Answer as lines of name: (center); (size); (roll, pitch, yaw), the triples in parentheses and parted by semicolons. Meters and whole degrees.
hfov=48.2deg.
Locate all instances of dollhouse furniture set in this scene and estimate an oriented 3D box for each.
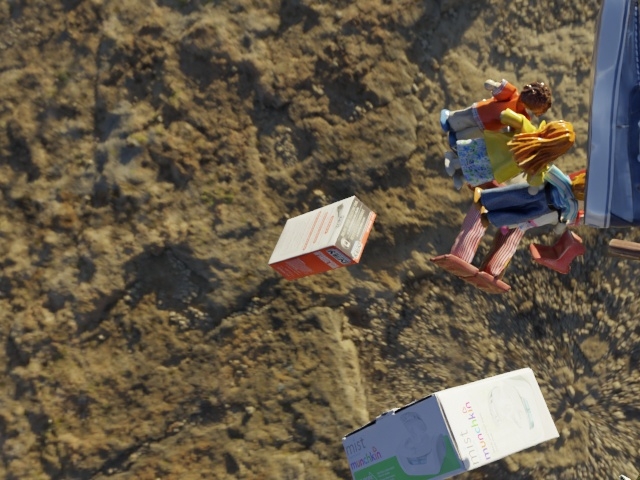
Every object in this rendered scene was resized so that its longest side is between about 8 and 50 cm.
dollhouse furniture set: (0.371, -0.024, 1.366); (0.152, 0.374, 0.201); (29, 80, -6)

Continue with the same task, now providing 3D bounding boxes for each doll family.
doll family: (0.264, -0.077, 0.896); (0.163, 0.263, 0.118); (-14, 39, 34)

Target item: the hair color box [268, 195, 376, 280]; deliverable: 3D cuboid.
hair color box: (0.000, 0.000, 1.101); (0.167, 0.053, 0.093); (-18, 41, 50)

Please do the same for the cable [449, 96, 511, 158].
cable: (0.383, -0.250, 1.670); (0.151, 0.047, 0.184); (13, 79, 8)

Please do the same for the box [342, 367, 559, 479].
box: (0.208, 0.323, 1.188); (0.262, 0.231, 0.126); (-40, 63, 46)

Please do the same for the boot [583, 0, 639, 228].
boot: (0.257, -0.100, 0.561); (0.086, 0.069, 0.190); (2, 113, 17)

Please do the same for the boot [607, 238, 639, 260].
boot: (0.487, 0.021, 1.044); (0.114, 0.106, 0.037); (4, 80, 43)

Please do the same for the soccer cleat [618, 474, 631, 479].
soccer cleat: (0.684, 0.561, 1.604); (0.036, 0.083, 0.029); (39, 122, 3)

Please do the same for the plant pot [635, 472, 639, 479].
plant pot: (0.764, 0.453, 1.394); (0.293, 0.275, 0.275); (-44, 68, 9)
